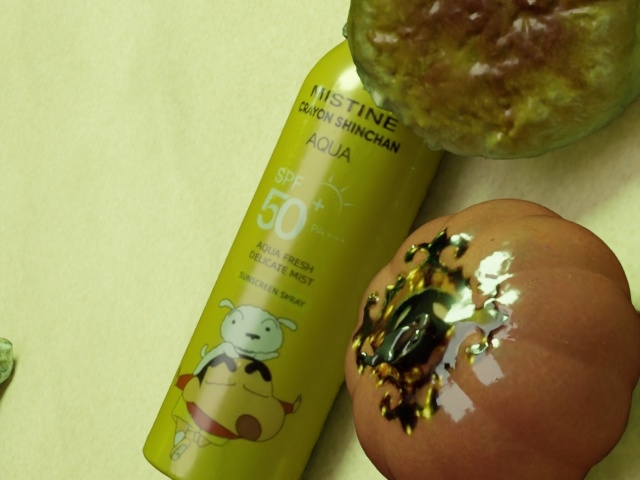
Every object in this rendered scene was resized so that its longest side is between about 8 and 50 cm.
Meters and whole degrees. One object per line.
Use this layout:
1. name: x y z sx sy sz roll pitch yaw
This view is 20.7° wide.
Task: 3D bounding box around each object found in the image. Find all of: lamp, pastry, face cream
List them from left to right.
1. face cream: 0.000 0.000 1.133 0.105 0.105 0.348 27 94 55
2. lamp: 0.086 0.062 0.955 0.182 0.140 0.182 -31 45 37
3. pastry: 0.105 -0.146 1.017 0.182 0.093 0.192 9 111 20

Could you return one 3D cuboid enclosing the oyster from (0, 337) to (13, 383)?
1. oyster: -0.334 0.148 1.541 0.177 0.064 0.125 -34 31 53
